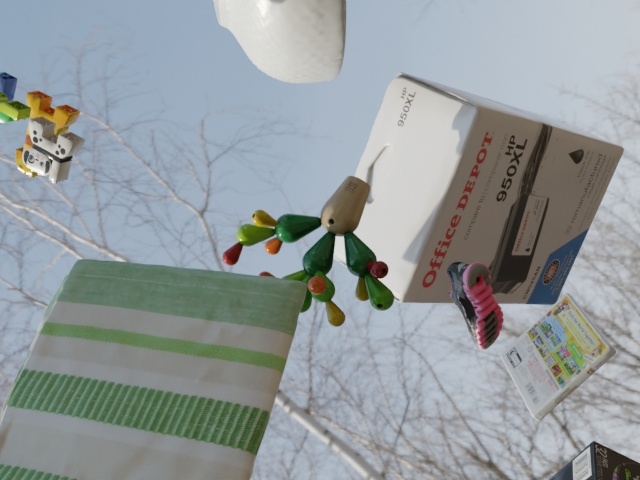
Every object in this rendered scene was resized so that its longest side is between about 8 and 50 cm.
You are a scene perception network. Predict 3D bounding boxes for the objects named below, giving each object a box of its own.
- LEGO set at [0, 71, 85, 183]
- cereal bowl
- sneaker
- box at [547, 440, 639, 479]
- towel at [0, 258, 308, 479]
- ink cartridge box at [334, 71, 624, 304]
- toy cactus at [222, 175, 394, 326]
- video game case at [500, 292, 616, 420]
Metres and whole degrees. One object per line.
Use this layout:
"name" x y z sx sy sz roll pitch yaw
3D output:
"LEGO set" -0.341 -0.119 0.841 0.087 0.227 0.093 -35 -31 -62
"cereal bowl" -0.071 -0.361 0.972 0.141 0.339 0.339 -10 -73 -9
"sneaker" 0.182 0.075 0.932 0.047 0.057 0.119 -30 -64 -30
"box" 0.158 0.153 0.387 0.052 0.083 0.062 -60 5 39
"towel" -0.165 0.167 0.640 0.038 0.247 0.325 67 -146 -55
"ink cartridge box" 0.243 -0.061 1.164 0.394 0.166 0.286 4 -69 -42
"toy cactus" 0.000 0.000 0.936 0.181 0.219 0.112 -62 -30 -14
"video game case" 0.482 0.235 1.598 0.026 0.227 0.206 38 -74 -18
